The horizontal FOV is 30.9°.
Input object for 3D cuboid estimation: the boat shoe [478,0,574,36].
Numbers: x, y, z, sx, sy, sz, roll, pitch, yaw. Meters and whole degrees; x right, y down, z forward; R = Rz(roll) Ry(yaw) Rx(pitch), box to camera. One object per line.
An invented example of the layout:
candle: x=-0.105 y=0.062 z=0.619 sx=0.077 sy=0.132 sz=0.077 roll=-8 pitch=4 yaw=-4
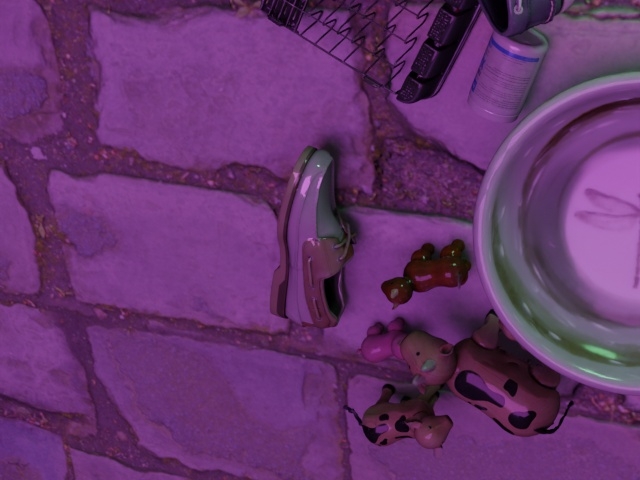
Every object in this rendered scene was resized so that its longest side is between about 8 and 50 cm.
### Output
boat shoe: x=0.174 y=-0.379 z=1.307 sx=0.319 sy=0.099 sz=0.116 roll=58 pitch=165 yaw=-14

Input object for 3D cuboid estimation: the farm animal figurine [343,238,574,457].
farm animal figurine: x=0.187 y=0.186 z=1.600 sx=0.326 sy=0.172 sz=0.330 roll=18 pitch=124 yaw=17

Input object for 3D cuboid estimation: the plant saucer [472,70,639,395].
plant saucer: x=0.390 y=-0.011 z=1.404 sx=0.400 sy=0.100 sz=0.401 roll=5 pitch=108 yaw=16

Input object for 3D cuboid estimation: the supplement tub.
supplement tub: x=0.229 y=-0.206 z=1.420 sx=0.071 sy=0.071 sz=0.107 roll=27 pitch=125 yaw=11

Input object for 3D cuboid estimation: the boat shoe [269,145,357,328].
boat shoe: x=0.000 y=0.000 z=1.636 sx=0.103 sy=0.113 sz=0.302 roll=20 pitch=135 yaw=14

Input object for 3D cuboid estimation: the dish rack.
dish rack: x=0.057 y=-0.310 z=1.450 sx=0.271 sy=0.074 sz=0.208 roll=32 pitch=125 yaw=9
